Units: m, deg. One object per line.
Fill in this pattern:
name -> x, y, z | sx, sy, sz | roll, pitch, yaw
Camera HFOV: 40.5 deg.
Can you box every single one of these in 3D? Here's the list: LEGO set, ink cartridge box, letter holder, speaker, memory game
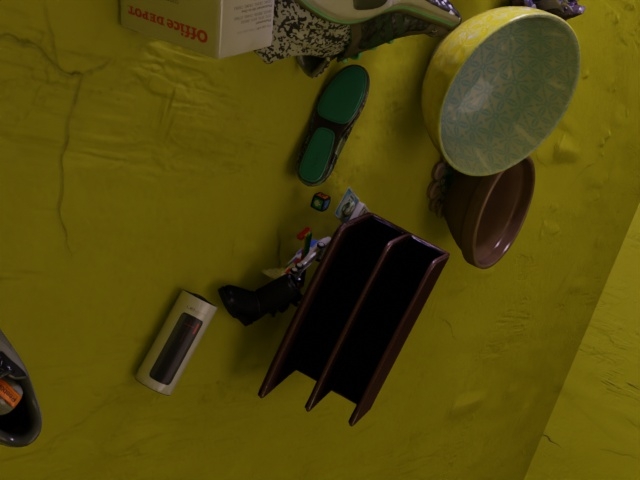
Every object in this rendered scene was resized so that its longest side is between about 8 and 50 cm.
LEGO set -> 0.000, 0.000, 1.378 | 0.182, 0.060, 0.244 | -62, 161, -5
ink cartridge box -> -0.122, -0.299, 0.861 | 0.086, 0.148, 0.203 | -29, 134, -46
letter holder -> 0.051, 0.128, 1.340 | 0.301, 0.152, 0.214 | -65, 167, 13
speaker -> -0.192, 0.135, 1.159 | 0.136, 0.055, 0.055 | -61, 149, -5
memory game -> 0.265, -0.130, 1.701 | 0.186, 0.012, 0.186 | -35, 138, -39

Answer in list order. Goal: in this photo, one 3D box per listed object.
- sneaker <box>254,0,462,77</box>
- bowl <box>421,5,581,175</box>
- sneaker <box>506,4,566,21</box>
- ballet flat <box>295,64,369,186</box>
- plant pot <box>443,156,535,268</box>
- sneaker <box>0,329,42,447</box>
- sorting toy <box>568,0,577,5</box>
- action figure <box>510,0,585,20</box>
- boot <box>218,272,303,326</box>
sneaker -> 0.039, -0.303, 1.165 | 0.182, 0.158, 0.410 | -44, 162, 30
bowl -> 0.269, -0.267, 1.440 | 0.290, 0.156, 0.289 | -20, 134, -23
sneaker -> 0.370, -0.389, 1.590 | 0.267, 0.101, 0.106 | -55, 145, -17
ballet flat -> 0.016, -0.166, 1.265 | 0.188, 0.070, 0.070 | -62, 149, -1
plant pot -> 0.317, -0.071, 1.702 | 0.237, 0.110, 0.237 | -36, 138, -40
sneaker -> -0.348, 0.109, 0.855 | 0.100, 0.108, 0.271 | -45, 143, -26
sorting toy -> 0.526, -0.507, 1.796 | 0.061, 0.042, 0.101 | -31, 136, -43
action figure -> 0.324, -0.458, 1.429 | 0.185, 0.099, 0.285 | -52, 127, -14
boot -> -0.084, 0.078, 1.249 | 0.099, 0.045, 0.121 | -26, 152, 5
